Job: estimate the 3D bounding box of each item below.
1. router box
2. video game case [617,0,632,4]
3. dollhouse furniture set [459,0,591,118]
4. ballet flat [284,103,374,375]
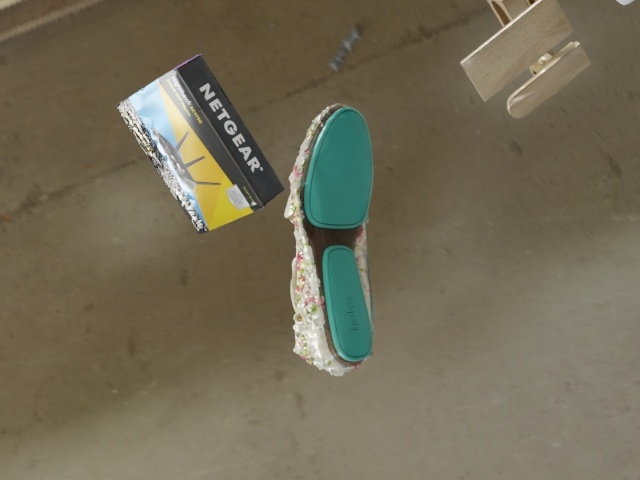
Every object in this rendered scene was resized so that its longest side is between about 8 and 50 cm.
[{"bbox_3d":[-0.136,-0.105,1.376,0.133,0.046,0.179,-21,105,49],"label":"router box"},{"bbox_3d":[0.197,-0.336,1.047,0.026,0.227,0.206,-35,30,49],"label":"video game case"},{"bbox_3d":[0.209,-0.210,1.401,0.123,0.144,0.151,-39,33,0],"label":"dollhouse furniture set"},{"bbox_3d":[0.000,0.000,1.093,0.077,0.091,0.241,-11,76,51],"label":"ballet flat"}]
